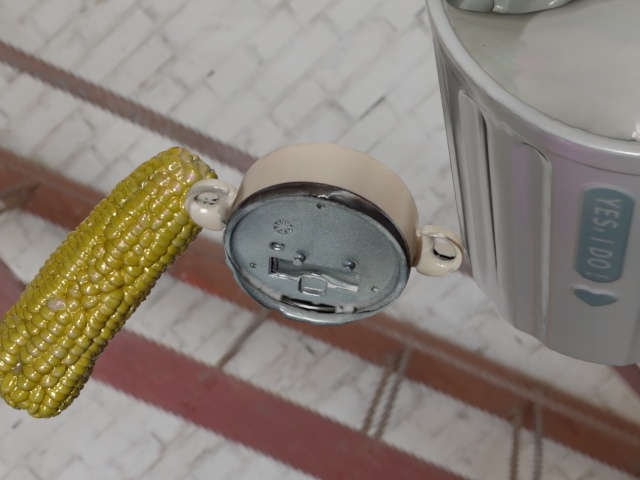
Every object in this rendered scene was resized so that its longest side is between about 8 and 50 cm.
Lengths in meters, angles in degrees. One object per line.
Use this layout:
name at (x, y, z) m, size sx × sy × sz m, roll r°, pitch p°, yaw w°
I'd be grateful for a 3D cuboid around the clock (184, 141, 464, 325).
clock at (0.000, 0.000, 1.082) m, size 0.063 × 0.229 × 0.156 m, roll -73°, pitch -4°, yaw -47°

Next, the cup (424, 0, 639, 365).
cup at (0.148, -0.037, 0.544) m, size 0.167 × 0.221 × 0.202 m, roll -42°, pitch -25°, yaw -15°

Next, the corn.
corn at (-0.192, 0.037, 1.192) m, size 0.292 × 0.101 × 0.101 m, roll -48°, pitch 3°, yaw 13°
